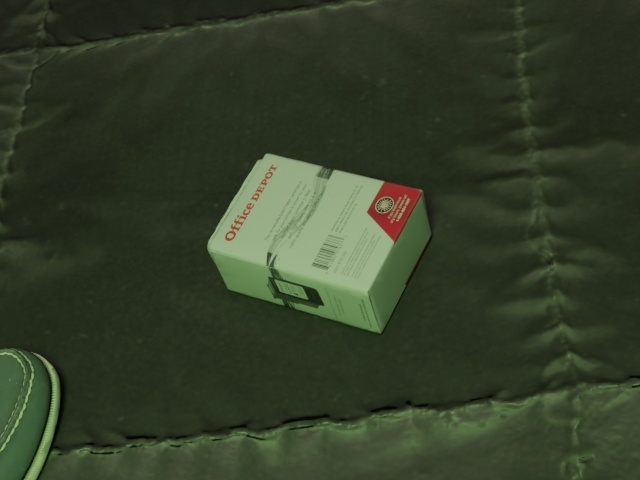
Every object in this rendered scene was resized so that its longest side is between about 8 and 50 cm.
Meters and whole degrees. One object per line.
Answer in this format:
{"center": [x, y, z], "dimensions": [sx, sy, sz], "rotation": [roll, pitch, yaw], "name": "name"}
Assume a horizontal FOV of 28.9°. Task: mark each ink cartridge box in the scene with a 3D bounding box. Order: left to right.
{"center": [0.000, 0.000, 1.026], "dimensions": [0.150, 0.063, 0.109], "rotation": [15, 58, 26], "name": "ink cartridge box"}

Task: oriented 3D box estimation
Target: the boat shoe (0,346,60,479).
{"center": [-0.319, 0.197, 0.936], "dimensions": [0.116, 0.099, 0.319], "rotation": [24, 62, 30], "name": "boat shoe"}
